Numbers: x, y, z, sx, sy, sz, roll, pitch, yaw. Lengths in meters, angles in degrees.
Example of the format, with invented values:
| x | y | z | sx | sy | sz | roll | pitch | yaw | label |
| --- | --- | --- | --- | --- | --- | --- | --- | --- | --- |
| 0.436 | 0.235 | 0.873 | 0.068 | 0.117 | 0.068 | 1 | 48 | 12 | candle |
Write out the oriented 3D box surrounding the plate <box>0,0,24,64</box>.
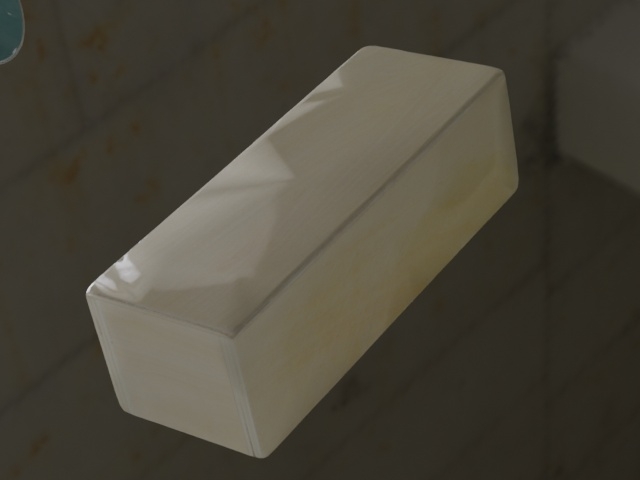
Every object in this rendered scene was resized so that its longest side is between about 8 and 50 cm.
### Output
| x | y | z | sx | sy | sz | roll | pitch | yaw | label |
| --- | --- | --- | --- | --- | --- | --- | --- | --- | --- |
| -0.320 | -0.218 | 1.466 | 0.024 | 0.188 | 0.188 | -34 | -22 | 26 | plate |

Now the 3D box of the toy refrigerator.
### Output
| x | y | z | sx | sy | sz | roll | pitch | yaw | label |
| --- | --- | --- | --- | --- | --- | --- | --- | --- | --- |
| 0.000 | 0.000 | 1.004 | 0.269 | 0.102 | 0.094 | -44 | -44 | -39 | toy refrigerator |
